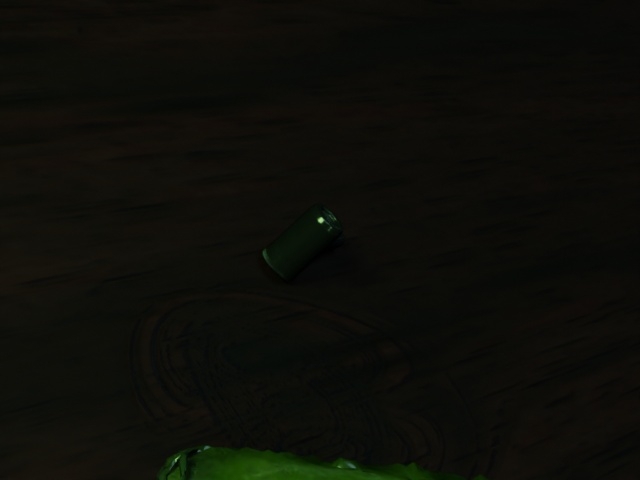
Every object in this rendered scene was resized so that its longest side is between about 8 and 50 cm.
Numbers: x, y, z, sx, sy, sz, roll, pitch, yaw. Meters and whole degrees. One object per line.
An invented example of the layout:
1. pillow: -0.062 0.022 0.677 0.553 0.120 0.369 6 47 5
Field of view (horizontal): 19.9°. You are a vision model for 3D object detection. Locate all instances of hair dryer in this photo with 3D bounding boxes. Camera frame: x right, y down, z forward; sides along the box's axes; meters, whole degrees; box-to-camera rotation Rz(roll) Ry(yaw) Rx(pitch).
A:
1. hair dryer: 0.000 0.000 1.120 0.026 0.047 0.083 52 17 11

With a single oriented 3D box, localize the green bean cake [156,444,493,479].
1. green bean cake: 0.019 0.191 0.795 0.214 0.113 0.200 10 37 -10
